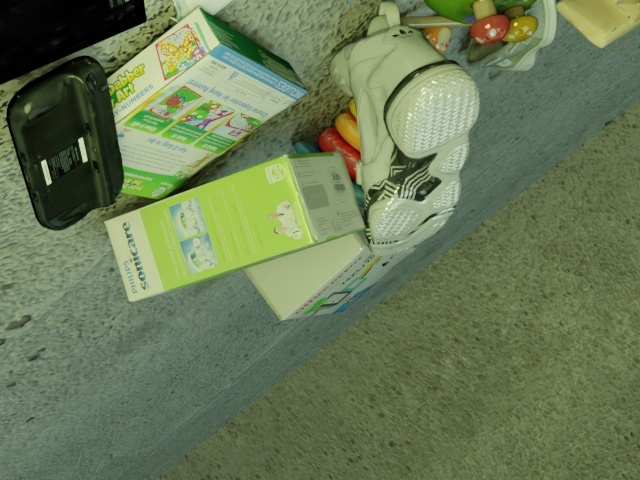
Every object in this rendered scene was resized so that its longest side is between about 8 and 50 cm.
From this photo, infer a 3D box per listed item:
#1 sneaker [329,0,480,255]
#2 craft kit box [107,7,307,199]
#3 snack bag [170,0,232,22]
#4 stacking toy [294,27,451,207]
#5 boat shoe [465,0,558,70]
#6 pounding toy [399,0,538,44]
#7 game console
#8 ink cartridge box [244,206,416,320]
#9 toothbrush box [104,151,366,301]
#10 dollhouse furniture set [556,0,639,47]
[{"bbox_3d":[0.105,-0.152,1.324,0.137,0.210,0.366,-14,145,-18],"label":"sneaker"},{"bbox_3d":[-0.166,-0.144,1.089,0.246,0.061,0.250,-36,166,14],"label":"craft kit box"},{"bbox_3d":[-0.020,-0.355,0.859,0.342,0.037,0.323,-35,165,-5],"label":"snack bag"},{"bbox_3d":[0.117,-0.206,1.455,0.175,0.165,0.302,-1,128,-59],"label":"stacking toy"},{"bbox_3d":[0.293,-0.342,1.450,0.103,0.118,0.320,-8,171,0],"label":"boat shoe"},{"bbox_3d":[0.223,-0.298,1.243,0.182,0.110,0.237,-10,171,-16],"label":"pounding toy"},{"bbox_3d":[-0.255,-0.131,0.861,0.213,0.044,0.361,-29,150,-23],"label":"game console"},{"bbox_3d":[0.000,0.000,1.655,0.198,0.197,0.270,-42,164,18],"label":"ink cartridge box"},{"bbox_3d":[-0.110,-0.021,1.282,0.283,0.122,0.206,-19,179,23],"label":"toothbrush box"},{"bbox_3d":[0.345,-0.383,0.846,0.256,0.394,0.362,-33,154,-15],"label":"dollhouse furniture set"}]
